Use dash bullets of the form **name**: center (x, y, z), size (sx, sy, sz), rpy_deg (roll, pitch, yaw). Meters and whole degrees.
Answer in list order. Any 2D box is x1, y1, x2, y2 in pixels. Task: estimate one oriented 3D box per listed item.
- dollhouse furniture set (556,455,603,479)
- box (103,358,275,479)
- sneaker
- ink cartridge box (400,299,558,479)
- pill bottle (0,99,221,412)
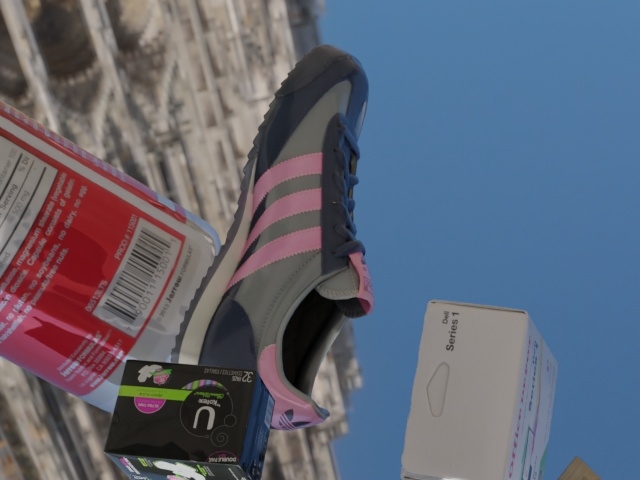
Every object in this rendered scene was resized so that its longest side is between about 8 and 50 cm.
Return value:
- **dollhouse furniture set**: center (0.320, 0.325, 1.493), size (0.101, 0.182, 0.161), rpy_deg (-53, -139, 8)
- **box**: center (-0.076, 0.110, 0.888), size (0.083, 0.052, 0.062), rpy_deg (3, -117, 14)
- **sneaker**: center (0.000, 0.000, 1.163), size (0.131, 0.112, 0.319), rpy_deg (12, -104, 29)
- **ink cartridge box**: center (0.188, 0.200, 1.707), size (0.117, 0.278, 0.201), rpy_deg (5, -105, 18)
- **pill bottle**: center (-0.323, -0.011, 1.515), size (0.229, 0.408, 0.229), rpy_deg (-48, -158, 27)
